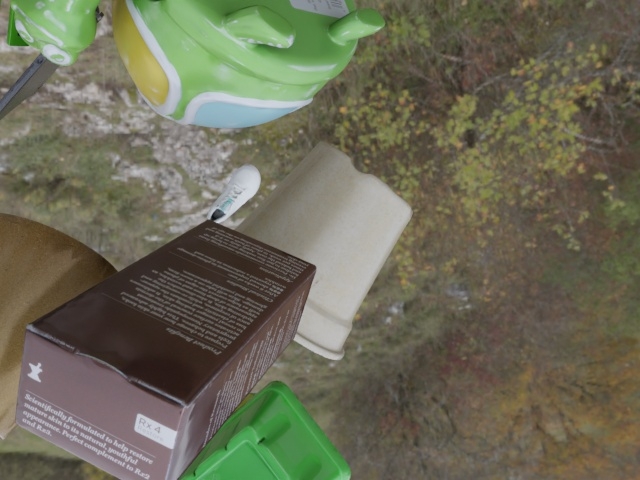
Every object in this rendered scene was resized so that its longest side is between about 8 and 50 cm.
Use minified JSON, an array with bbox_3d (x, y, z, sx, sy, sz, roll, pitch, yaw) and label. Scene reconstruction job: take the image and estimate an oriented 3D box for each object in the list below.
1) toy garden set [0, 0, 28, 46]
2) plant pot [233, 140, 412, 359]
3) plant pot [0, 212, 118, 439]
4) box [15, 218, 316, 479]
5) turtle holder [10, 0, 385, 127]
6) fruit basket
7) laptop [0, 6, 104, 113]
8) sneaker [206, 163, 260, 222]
[{"bbox_3d":[-0.669,-0.474,1.269,0.244,0.049,0.204,-15,137,-46],"label":"toy garden set"},{"bbox_3d":[0.000,0.000,1.256,0.305,0.334,0.334,-52,147,3],"label":"plant pot"},{"bbox_3d":[-0.430,0.131,0.921,0.237,0.254,0.237,12,150,7],"label":"plant pot"},{"bbox_3d":[-0.163,0.116,0.834,0.191,0.143,0.381,23,-157,12],"label":"box"},{"bbox_3d":[-0.115,-0.218,0.702,0.227,0.243,0.320,-35,-172,44],"label":"turtle holder"},{"bbox_3d":[-0.146,0.459,1.357,0.392,0.283,0.392,-38,171,-7],"label":"fruit basket"},{"bbox_3d":[-0.635,-0.489,1.427,0.408,0.382,0.236,-39,112,19],"label":"laptop"},{"bbox_3d":[-0.238,-0.112,1.811,0.080,0.094,0.212,38,120,-6],"label":"sneaker"}]
